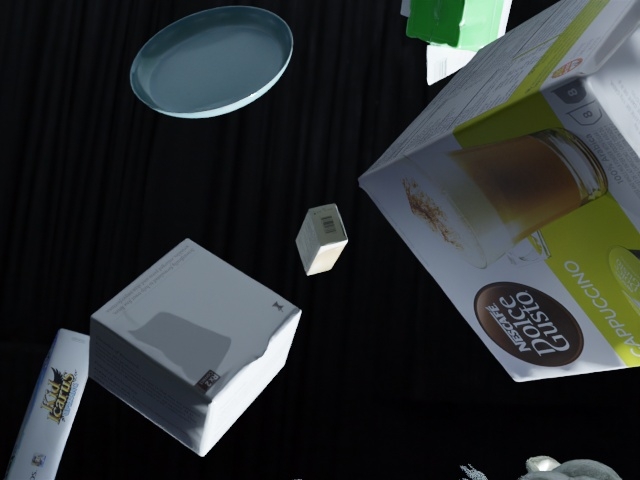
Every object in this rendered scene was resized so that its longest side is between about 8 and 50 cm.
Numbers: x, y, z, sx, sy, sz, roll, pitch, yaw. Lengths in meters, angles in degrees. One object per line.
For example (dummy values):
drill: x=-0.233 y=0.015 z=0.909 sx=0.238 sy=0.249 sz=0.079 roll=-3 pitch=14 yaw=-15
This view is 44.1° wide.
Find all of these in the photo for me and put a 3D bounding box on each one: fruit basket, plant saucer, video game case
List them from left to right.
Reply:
video game case: x=-0.395 y=0.271 z=1.126 sx=0.061 sy=0.245 sz=0.269 roll=18 pitch=157 yaw=-17
plant saucer: x=-0.203 y=-0.334 z=1.499 sx=0.317 sy=0.318 sz=0.044 roll=3 pitch=142 yaw=17
fruit basket: x=0.283 y=-0.484 z=1.441 sx=0.165 sy=0.327 sz=0.353 roll=19 pitch=-146 yaw=23

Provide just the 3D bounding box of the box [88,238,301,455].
box: x=-0.152 y=0.123 z=0.954 sx=0.181 sy=0.181 sz=0.119 roll=31 pitch=134 yaw=14

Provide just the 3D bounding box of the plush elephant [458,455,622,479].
plush elephant: x=0.402 y=0.497 z=1.338 sx=0.329 sy=0.272 sz=0.255 roll=23 pitch=169 yaw=34

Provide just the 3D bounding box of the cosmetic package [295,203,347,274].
cosmetic package: x=0.000 y=0.000 z=1.113 sx=0.041 sy=0.060 sz=0.115 roll=-13 pitch=162 yaw=-16

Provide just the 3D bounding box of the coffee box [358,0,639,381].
coffee box: x=0.321 y=-0.081 z=0.928 sx=0.338 sy=0.338 sz=0.334 roll=51 pitch=144 yaw=-12
